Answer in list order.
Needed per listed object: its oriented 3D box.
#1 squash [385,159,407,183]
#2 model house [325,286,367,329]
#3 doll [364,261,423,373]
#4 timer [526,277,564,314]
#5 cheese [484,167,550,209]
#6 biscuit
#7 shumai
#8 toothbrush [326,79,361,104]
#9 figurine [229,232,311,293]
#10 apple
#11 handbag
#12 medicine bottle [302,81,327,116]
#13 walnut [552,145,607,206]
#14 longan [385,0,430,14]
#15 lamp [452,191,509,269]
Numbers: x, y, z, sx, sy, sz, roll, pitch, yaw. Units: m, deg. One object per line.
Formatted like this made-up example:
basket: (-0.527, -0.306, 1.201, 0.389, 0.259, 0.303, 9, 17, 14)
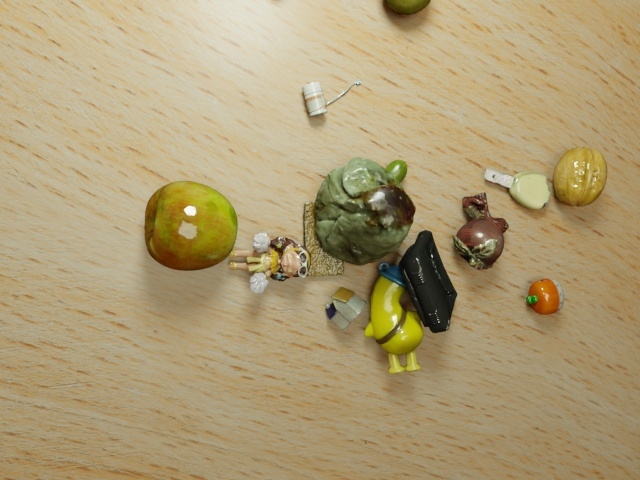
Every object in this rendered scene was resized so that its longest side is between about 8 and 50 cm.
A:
squash: (0.199, -0.167, 1.315, 0.066, 0.066, 0.201, 36, 94, -16)
model house: (0.073, 0.210, 1.335, 0.100, 0.088, 0.100, 41, 120, 7)
doll: (0.232, 0.247, 1.346, 0.200, 0.145, 0.362, -11, 92, 2)
timer: (0.792, 0.203, 1.502, 0.136, 0.099, 0.136, 0, 90, -3)
cheese: (0.671, -0.194, 1.434, 0.256, 0.050, 0.127, 17, 94, -16)
biscuit: (0.011, -0.005, 1.310, 0.131, 0.026, 0.236, -3, 98, -16)
shumai: (0.124, -0.061, 1.167, 0.309, 0.263, 0.304, 44, 93, -10)
toothbrush: (0.069, -0.447, 1.268, 0.131, 0.011, 0.013, -36, 84, -6)
figurine: (-0.147, 0.060, 1.234, 0.241, 0.116, 0.174, 0, 96, -8)
apple: (-0.346, -0.035, 1.138, 0.227, 0.246, 0.245, 9, 96, -34)
handbag: (0.345, 0.125, 1.328, 0.088, 0.244, 0.275, -19, 104, 33)
medicine bottle: (-0.016, -0.411, 1.228, 0.057, 0.057, 0.089, -18, 102, -11)
walnut: (0.883, -0.217, 1.434, 0.159, 0.159, 0.206, 1, 103, -14)
longan: (0.255, -0.736, 1.195, 0.145, 0.176, 0.155, 34, 47, 20)
lamp: (0.515, -0.019, 1.384, 0.215, 0.151, 0.223, 47, 42, -21)
